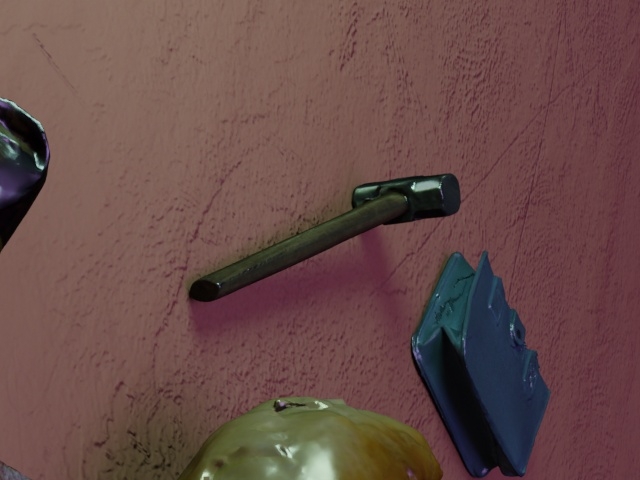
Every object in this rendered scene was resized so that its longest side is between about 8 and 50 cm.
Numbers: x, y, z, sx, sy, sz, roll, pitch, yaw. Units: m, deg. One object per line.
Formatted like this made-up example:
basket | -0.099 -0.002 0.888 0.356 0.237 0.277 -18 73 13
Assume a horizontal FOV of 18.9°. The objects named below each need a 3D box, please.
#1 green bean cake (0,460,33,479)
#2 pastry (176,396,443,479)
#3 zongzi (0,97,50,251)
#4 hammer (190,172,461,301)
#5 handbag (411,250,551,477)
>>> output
green bean cake | -0.234 0.227 1.366 0.135 0.056 0.135 44 32 -53
pastry | -0.016 0.332 1.574 0.409 0.245 0.409 25 61 -59
zongzi | -0.351 -0.031 1.176 0.317 0.154 0.289 44 49 -23
hammer | 0.000 0.000 1.824 0.365 0.111 0.043 -25 106 -53
handbag | 0.189 0.140 2.157 0.229 0.062 0.179 64 35 -33
